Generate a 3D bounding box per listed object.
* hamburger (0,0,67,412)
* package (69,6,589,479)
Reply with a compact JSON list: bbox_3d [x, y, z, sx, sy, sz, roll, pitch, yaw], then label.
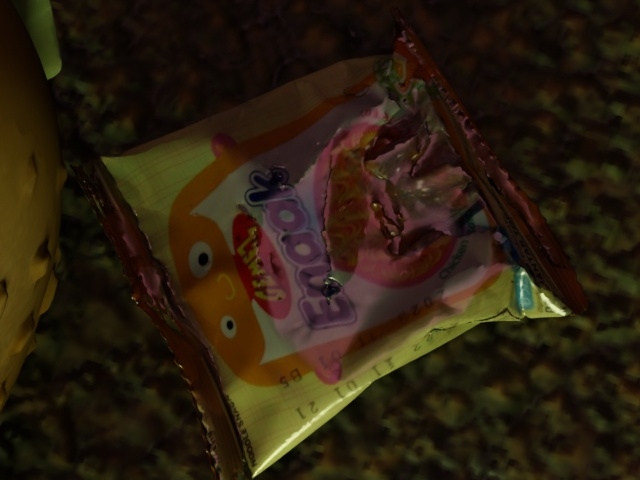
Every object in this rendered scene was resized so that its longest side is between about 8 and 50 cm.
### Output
[{"bbox_3d":[-0.180,-0.001,0.418,0.274,0.274,0.212,-45,71,-7],"label":"hamburger"},{"bbox_3d":[0.002,-0.001,0.528,0.120,0.031,0.108,-27,76,-3],"label":"package"}]
